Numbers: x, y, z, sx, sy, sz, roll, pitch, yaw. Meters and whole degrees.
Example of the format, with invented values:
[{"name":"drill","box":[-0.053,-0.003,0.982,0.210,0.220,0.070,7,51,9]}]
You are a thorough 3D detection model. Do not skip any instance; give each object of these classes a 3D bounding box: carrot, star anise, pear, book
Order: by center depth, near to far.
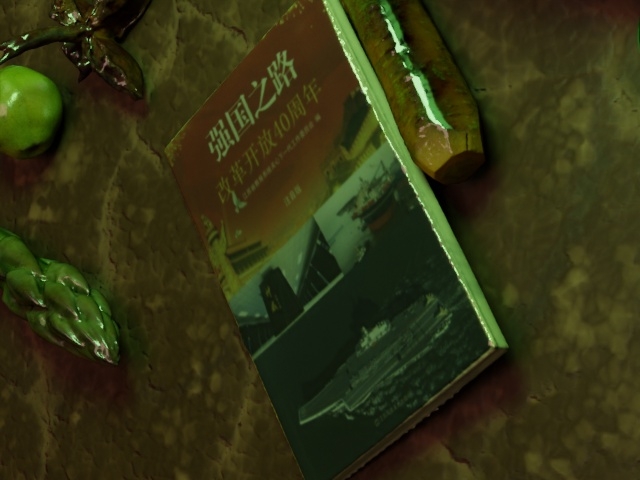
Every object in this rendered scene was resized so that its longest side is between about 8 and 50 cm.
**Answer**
[{"name":"carrot","box":[0.065,-0.164,1.467,0.070,0.070,0.260,-42,61,31]},{"name":"book","box":[0.000,0.000,1.525,0.262,0.028,0.374,-44,61,39]},{"name":"star anise","box":[-0.244,-0.212,1.691,0.158,0.144,0.140,0,79,42]},{"name":"pear","box":[-0.310,-0.133,1.776,0.092,0.092,0.097,-45,61,30]}]

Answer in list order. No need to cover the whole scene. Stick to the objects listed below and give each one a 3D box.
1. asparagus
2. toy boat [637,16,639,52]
[{"name":"asparagus","box":[-0.277,0.050,1.748,0.287,0.080,0.080,36,111,42]},{"name":"toy boat","box":[0.321,-0.136,1.254,0.210,0.052,0.104,23,105,38]}]
